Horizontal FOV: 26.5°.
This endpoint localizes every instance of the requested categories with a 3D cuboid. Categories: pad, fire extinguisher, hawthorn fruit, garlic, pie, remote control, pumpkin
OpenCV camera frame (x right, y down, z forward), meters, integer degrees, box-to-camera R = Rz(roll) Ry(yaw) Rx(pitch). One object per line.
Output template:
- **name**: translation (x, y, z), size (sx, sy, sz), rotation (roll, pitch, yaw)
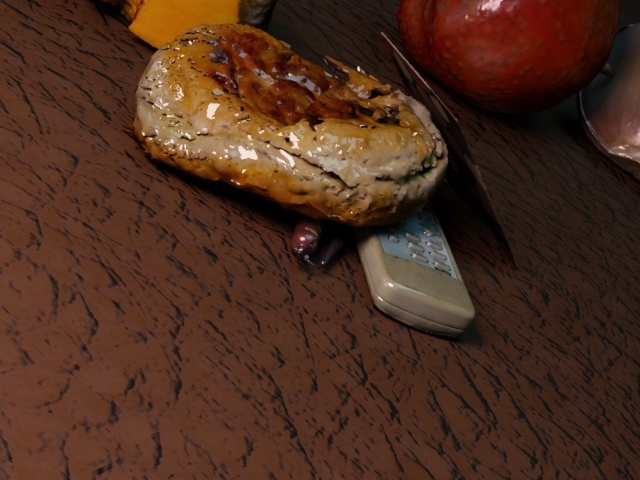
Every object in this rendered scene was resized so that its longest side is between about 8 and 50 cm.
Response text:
- **pad**: translation (0.130, -0.085, 1.340), size (0.158, 0.003, 0.235), rotation (56, -2, 42)
- **fire extinguisher**: translation (-0.004, 0.004, 1.174), size (0.046, 0.032, 0.100), rotation (61, 18, -19)
- **hawthorn fruit**: translation (0.266, -0.285, 1.725), size (0.330, 0.287, 0.287), rotation (27, 23, -33)
- **garlic**: translation (0.476, -0.187, 1.813), size (0.210, 0.292, 0.237), rotation (28, -15, -20)
- **pie**: translation (-0.016, -0.110, 1.244), size (0.308, 0.085, 0.308), rotation (16, 28, -9)
- **remote control**: translation (0.074, 0.001, 1.246), size (0.098, 0.038, 0.233), rotation (21, 26, -22)
- **pumpkin**: translation (-0.164, -0.261, 1.347), size (0.280, 0.139, 0.190), rotation (-6, 43, -50)
